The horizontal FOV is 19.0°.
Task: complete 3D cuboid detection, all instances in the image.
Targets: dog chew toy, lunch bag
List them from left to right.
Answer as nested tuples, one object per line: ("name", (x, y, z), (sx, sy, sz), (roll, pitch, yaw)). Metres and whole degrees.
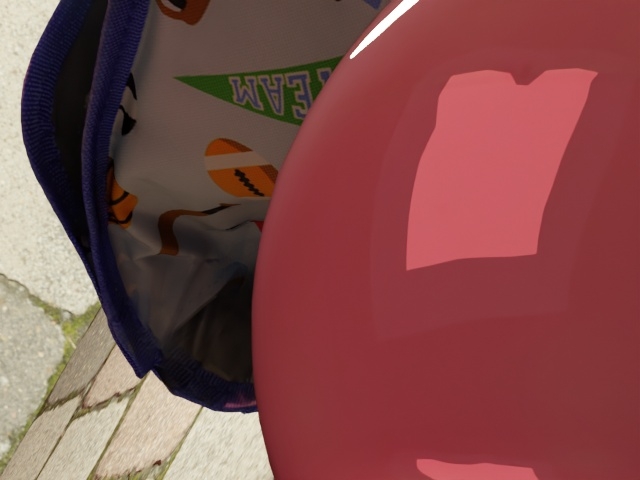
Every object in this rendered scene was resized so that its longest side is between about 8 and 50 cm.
("lunch bag", (0.027, -0.135, 0.878), (0.385, 0.239, 0.327), (114, -179, -54))
("dog chew toy", (0.063, 0.093, 0.364), (0.206, 0.207, 0.331), (-37, 31, 62))
